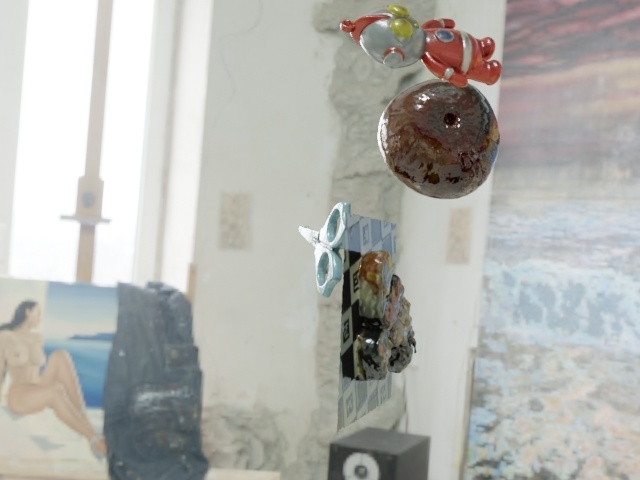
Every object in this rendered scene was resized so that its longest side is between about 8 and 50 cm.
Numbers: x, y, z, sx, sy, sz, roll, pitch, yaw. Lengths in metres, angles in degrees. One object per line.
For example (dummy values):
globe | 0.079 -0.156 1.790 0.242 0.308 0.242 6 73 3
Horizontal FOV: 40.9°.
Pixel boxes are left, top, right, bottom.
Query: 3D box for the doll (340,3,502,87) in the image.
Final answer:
doll | 0.145 -0.287 1.247 0.245 0.142 0.076 13 -42 -17

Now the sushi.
sushi | 0.116 0.131 1.444 0.069 0.339 0.320 2 -2 20

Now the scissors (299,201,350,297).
scissors | 0.001 0.000 1.793 0.029 0.191 0.360 10 6 -14

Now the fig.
fig | 0.228 -0.192 1.640 0.235 0.235 0.214 4 -30 21
